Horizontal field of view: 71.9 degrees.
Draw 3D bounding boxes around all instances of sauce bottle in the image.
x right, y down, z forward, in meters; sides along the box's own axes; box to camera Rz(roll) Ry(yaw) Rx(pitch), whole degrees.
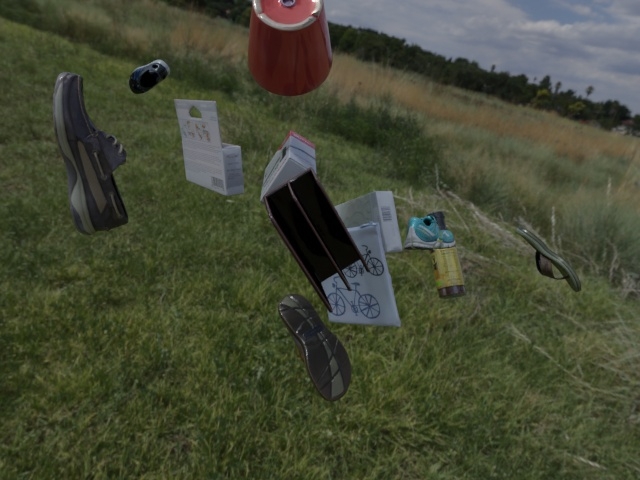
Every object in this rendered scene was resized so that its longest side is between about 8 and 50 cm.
[{"bbox_3d":[0.489,0.055,1.746,0.111,0.345,0.111,-6,-18,-2],"label":"sauce bottle"}]

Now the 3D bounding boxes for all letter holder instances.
[{"bbox_3d":[0.000,0.000,1.113,0.151,0.302,0.214,-30,22,3],"label":"letter holder"}]

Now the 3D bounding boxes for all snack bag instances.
[{"bbox_3d":[0.106,0.117,1.457,0.037,0.343,0.323,-18,7,-42],"label":"snack bag"}]

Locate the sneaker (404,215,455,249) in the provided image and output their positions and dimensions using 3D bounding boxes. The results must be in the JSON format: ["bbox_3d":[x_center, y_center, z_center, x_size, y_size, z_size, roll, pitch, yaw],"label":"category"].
[{"bbox_3d":[0.364,-0.026,1.438,0.106,0.110,0.275,1,0,37],"label":"sneaker"}]

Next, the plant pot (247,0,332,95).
[{"bbox_3d":[-0.092,-0.614,1.309,0.274,0.275,0.243,14,-17,2],"label":"plant pot"}]

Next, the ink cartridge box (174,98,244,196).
[{"bbox_3d":[-0.335,-0.286,1.320,0.066,0.262,0.296,-17,26,-35],"label":"ink cartridge box"}]

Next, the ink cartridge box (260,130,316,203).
[{"bbox_3d":[-0.113,-0.243,1.570,0.114,0.197,0.273,28,27,-20],"label":"ink cartridge box"}]

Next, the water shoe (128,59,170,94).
[{"bbox_3d":[-0.568,-0.515,1.413,0.203,0.073,0.080,-13,38,39],"label":"water shoe"}]

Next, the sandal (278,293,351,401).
[{"bbox_3d":[-0.017,0.205,0.850,0.089,0.060,0.219,-23,64,-30],"label":"sandal"}]

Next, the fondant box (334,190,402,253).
[{"bbox_3d":[0.164,-0.044,1.786,0.096,0.239,0.330,-6,-7,-37],"label":"fondant box"}]

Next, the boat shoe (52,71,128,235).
[{"bbox_3d":[-0.507,-0.190,0.996,0.130,0.356,0.132,-8,24,-22],"label":"boat shoe"}]

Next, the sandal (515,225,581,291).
[{"bbox_3d":[0.818,0.075,1.611,0.303,0.086,0.120,47,11,14],"label":"sandal"}]
